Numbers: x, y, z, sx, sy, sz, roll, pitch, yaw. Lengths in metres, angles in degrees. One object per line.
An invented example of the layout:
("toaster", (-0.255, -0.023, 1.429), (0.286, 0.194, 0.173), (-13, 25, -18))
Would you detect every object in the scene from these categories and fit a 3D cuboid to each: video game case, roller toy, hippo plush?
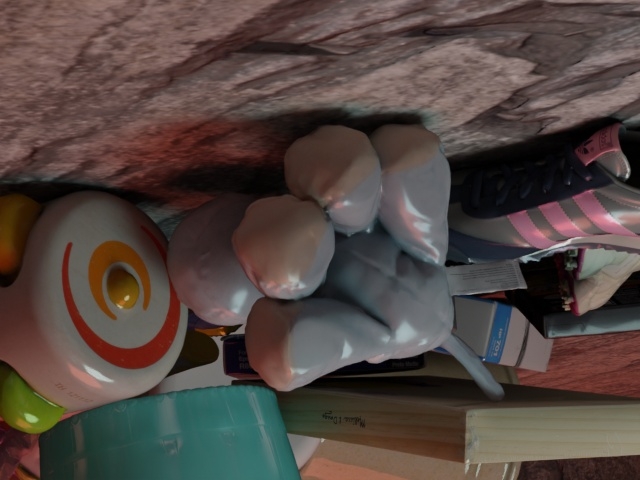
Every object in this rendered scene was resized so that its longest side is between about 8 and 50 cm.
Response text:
("video game case", (0.376, 0.064, 1.888), (0.275, 0.035, 0.248), (-6, -170, -3))
("roller toy", (-0.221, 0.054, 1.434), (0.146, 0.209, 0.191), (-17, 179, 37))
("hippo plush", (0.000, 0.000, 1.398), (0.294, 0.234, 0.237), (5, -173, -38))

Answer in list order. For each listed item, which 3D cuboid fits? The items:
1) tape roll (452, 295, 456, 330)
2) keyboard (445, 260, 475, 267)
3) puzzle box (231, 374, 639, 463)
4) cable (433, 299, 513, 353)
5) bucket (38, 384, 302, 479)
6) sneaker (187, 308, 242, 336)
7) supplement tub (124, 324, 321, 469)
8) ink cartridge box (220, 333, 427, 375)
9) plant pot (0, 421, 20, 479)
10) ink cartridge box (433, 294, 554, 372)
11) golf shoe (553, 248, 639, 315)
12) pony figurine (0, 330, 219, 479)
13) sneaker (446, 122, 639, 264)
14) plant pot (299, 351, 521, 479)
("tape roll", (0.048, 0.077, 1.856), (0.219, 0.072, 0.219), (-3, 172, 0))
("keyboard", (0.105, 0.007, 1.729), (0.317, 0.033, 0.201), (-1, 173, -25))
("puzzle box", (0.125, 0.175, 1.603), (0.272, 0.052, 0.409), (2, 179, -33))
("cable", (0.196, 0.123, 2.225), (0.185, 0.047, 0.150), (-9, 166, 12))
("bucket", (-0.142, 0.259, 1.540), (0.281, 0.183, 0.281), (-11, 163, -3))
("sneaker", (-0.186, 0.061, 1.784), (0.209, 0.069, 0.082), (-1, 133, 23))
("supplement tub", (-0.137, 0.231, 2.111), (0.236, 0.235, 0.325), (-2, 166, -17))
("ink cartridge box", (0.006, 0.127, 1.758), (0.223, 0.045, 0.224), (-3, 173, 2))
("plant pot", (-0.350, 0.341, 1.988), (0.275, 0.243, 0.275), (20, 174, 2))
("ink cartridge box", (0.200, 0.113, 2.032), (0.140, 0.082, 0.191), (10, 176, 33))
("golf shoe", (0.313, 0.006, 1.658), (0.140, 0.115, 0.306), (-10, 168, 2))
("pony figurine", (-0.335, 0.164, 1.701), (0.351, 0.302, 0.363), (15, 134, -31))
("sneaker", (0.226, -0.056, 1.433), (0.319, 0.112, 0.131), (-3, 139, 7))
("plant pot", (0.081, 0.276, 2.336), (0.306, 0.333, 0.334), (14, 159, -26))
